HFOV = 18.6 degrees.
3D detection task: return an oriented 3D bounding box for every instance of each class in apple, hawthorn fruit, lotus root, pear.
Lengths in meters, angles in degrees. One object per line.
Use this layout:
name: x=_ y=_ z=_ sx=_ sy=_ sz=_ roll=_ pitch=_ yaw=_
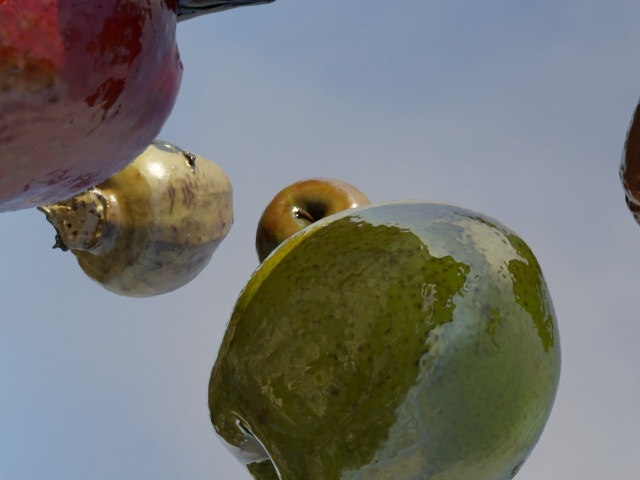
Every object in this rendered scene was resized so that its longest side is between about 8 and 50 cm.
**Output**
apple: x=0.000 y=0.000 z=1.346 sx=0.089 sy=0.074 sz=0.090 roll=-19 pitch=-140 yaw=16
hawthorn fruit: x=-0.208 y=-0.154 z=1.344 sx=0.284 sy=0.368 sz=0.285 roll=178 pitch=-90 yaw=-74
lotus root: x=-0.163 y=-0.025 z=1.934 sx=0.257 sy=0.140 sz=0.154 roll=-17 pitch=131 yaw=-61
pear: x=0.040 y=0.072 z=1.069 sx=0.198 sy=0.198 sz=0.198 roll=-166 pitch=-90 yaw=-69

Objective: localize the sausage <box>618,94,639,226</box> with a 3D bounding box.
sausage: x=0.302 y=-0.115 z=1.415 sx=0.133 sy=0.133 sz=0.258 roll=-127 pitch=-125 yaw=-64
